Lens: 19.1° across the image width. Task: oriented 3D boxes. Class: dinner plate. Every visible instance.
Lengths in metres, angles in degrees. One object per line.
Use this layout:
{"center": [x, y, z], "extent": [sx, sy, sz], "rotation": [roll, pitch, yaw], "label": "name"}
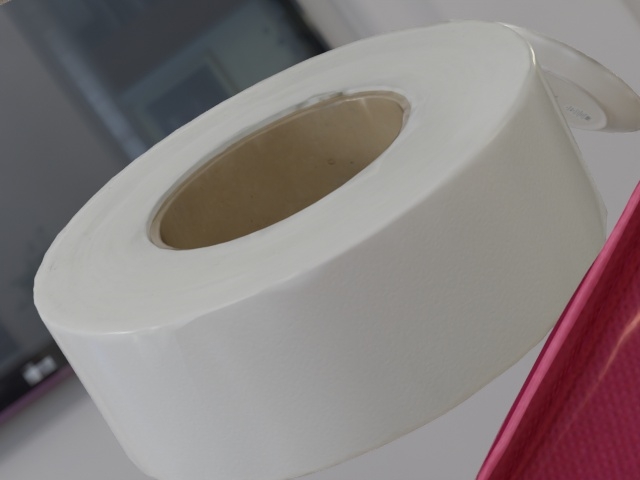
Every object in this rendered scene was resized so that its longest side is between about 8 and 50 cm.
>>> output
{"center": [0.157, -0.105, 1.300], "extent": [0.017, 0.141, 0.141], "rotation": [-63, 6, -11], "label": "dinner plate"}

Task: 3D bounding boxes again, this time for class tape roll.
{"center": [0.000, 0.000, 0.975], "extent": [0.286, 0.100, 0.286], "rotation": [-25, 22, 10], "label": "tape roll"}

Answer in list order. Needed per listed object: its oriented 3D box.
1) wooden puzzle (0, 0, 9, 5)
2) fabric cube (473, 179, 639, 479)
{"center": [-0.142, -0.308, 0.960], "extent": [0.080, 0.348, 0.322], "rotation": [19, 37, 35], "label": "wooden puzzle"}
{"center": [0.196, 0.033, 0.447], "extent": [0.254, 0.259, 0.258], "rotation": [-58, -8, -10], "label": "fabric cube"}
